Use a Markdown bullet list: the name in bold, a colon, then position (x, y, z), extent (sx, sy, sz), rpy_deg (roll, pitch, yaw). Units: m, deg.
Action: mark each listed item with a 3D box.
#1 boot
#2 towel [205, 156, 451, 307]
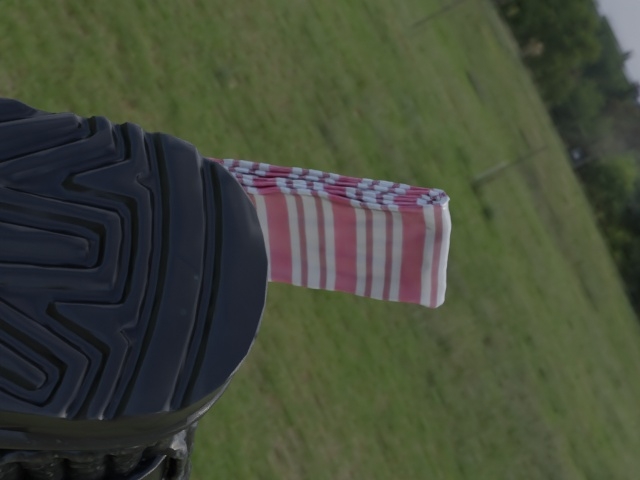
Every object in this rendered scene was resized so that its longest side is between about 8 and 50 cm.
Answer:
- **boot**: position (-0.200, 0.037, 0.491), extent (0.260, 0.348, 0.131), rpy_deg (124, -19, -63)
- **towel**: position (0.000, 0.000, 1.026), extent (0.144, 0.197, 0.029), rpy_deg (83, 18, -57)
